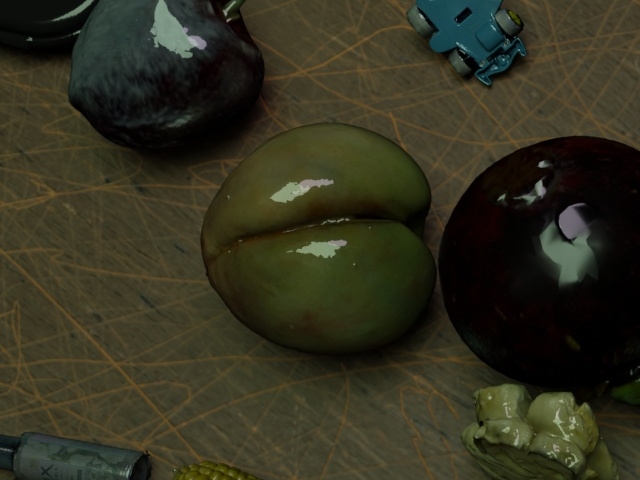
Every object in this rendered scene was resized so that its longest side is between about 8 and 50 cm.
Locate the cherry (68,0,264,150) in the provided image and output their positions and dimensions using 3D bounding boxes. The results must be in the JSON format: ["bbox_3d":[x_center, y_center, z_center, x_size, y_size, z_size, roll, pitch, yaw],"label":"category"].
[{"bbox_3d":[-0.201,-0.251,1.948,0.296,0.218,0.255,-30,71,8],"label":"cherry"}]

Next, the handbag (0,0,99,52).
[{"bbox_3d":[-0.409,-0.393,2.130,0.308,0.093,0.253,16,75,20],"label":"handbag"}]

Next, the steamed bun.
[{"bbox_3d":[0.252,0.228,1.669,0.192,0.177,0.106,18,65,35],"label":"steamed bun"}]

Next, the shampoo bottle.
[{"bbox_3d":[-0.326,0.285,1.848,0.214,0.072,0.072,7,71,17],"label":"shampoo bottle"}]

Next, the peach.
[{"bbox_3d":[0.000,0.001,1.784,0.292,0.247,0.292,0,90,14],"label":"peach"}]

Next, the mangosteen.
[{"bbox_3d":[0.301,0.051,1.685,0.306,0.359,0.306,-23,31,15],"label":"mangosteen"}]

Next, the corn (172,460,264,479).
[{"bbox_3d":[-0.032,0.372,1.695,0.387,0.144,0.144,21,75,23],"label":"corn"}]

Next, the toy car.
[{"bbox_3d":[0.208,-0.298,1.943,0.126,0.098,0.161,-41,92,25],"label":"toy car"}]
